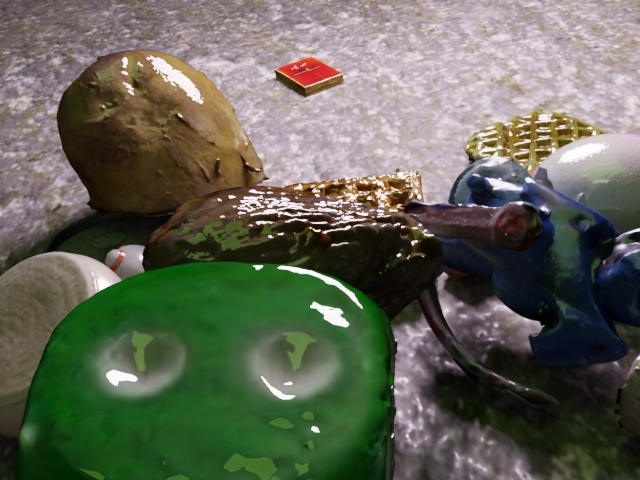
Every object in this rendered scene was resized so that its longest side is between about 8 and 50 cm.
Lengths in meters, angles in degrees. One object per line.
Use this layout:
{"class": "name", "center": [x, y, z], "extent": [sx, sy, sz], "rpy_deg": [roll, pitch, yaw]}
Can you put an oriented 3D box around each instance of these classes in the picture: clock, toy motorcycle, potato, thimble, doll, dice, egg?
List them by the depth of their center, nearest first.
{"class": "dice", "center": [-0.081, 0.209, 0.834], "extent": [0.300, 0.297, 0.287], "rpy_deg": [1, 34, 1]}
{"class": "thimble", "center": [0.359, 0.162, 0.976], "extent": [0.090, 0.115, 0.102], "rpy_deg": [21, 41, 38]}
{"class": "toy motorcycle", "center": [0.245, 0.051, 1.126], "extent": [0.182, 0.241, 0.319], "rpy_deg": [-5, 28, -45]}
{"class": "egg", "center": [0.386, -0.050, 1.240], "extent": [0.217, 0.183, 0.183], "rpy_deg": [-12, 32, -7]}
{"class": "doll", "center": [-0.217, 0.066, 1.285], "extent": [0.076, 0.142, 0.245], "rpy_deg": [-55, 43, 1]}
{"class": "clock", "center": [-0.311, 0.019, 1.458], "extent": [0.215, 0.042, 0.215], "rpy_deg": [-7, 32, 4]}
{"class": "potato", "center": [-0.253, -0.181, 1.510], "extent": [0.301, 0.237, 0.289], "rpy_deg": [5, 20, 41]}

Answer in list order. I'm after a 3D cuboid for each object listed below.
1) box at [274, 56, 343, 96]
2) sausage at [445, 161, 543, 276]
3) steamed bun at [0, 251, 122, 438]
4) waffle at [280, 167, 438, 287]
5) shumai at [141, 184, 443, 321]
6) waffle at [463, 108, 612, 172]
{"class": "box", "center": [-0.023, -0.329, 1.945], "extent": [0.090, 0.023, 0.133], "rpy_deg": [-21, 34, -20]}
{"class": "sausage", "center": [0.275, -0.040, 1.345], "extent": [0.289, 0.086, 0.086], "rpy_deg": [-29, 37, -28]}
{"class": "steamed bun", "center": [-0.314, 0.135, 1.170], "extent": [0.232, 0.145, 0.232], "rpy_deg": [-15, 52, 21]}
{"class": "waffle", "center": [0.000, -0.001, 1.357], "extent": [0.308, 0.091, 0.213], "rpy_deg": [-7, 32, 5]}
{"class": "shumai", "center": [-0.037, 0.094, 1.035], "extent": [0.346, 0.283, 0.217], "rpy_deg": [2, 13, -41]}
{"class": "waffle", "center": [0.338, -0.151, 1.533], "extent": [0.208, 0.054, 0.214], "rpy_deg": [-28, 30, -21]}
